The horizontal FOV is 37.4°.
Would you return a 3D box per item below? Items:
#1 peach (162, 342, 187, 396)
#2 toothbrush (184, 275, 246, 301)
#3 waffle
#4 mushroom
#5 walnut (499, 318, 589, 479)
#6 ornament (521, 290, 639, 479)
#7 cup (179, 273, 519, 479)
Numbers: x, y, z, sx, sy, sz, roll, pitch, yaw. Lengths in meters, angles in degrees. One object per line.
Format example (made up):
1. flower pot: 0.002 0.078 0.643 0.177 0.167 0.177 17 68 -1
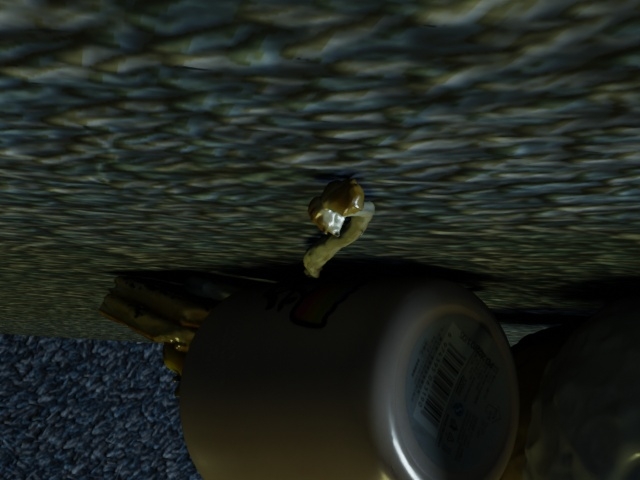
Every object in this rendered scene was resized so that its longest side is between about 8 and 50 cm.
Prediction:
1. peach: -0.100 0.128 1.063 0.151 0.118 0.151 33 -166 -9
2. toothbrush: 0.042 0.071 0.920 0.418 0.040 0.042 17 -179 -43
3. waffle: -0.107 0.068 0.828 0.103 0.042 0.148 19 -179 37
4. mushroom: 0.006 0.002 0.520 0.028 0.025 0.286 19 173 1
5. walnut: 0.271 0.223 1.026 0.313 0.251 0.277 -24 178 -29
6. ornament: 0.322 0.195 0.720 0.337 0.336 0.337 3 171 0
7. cup: 0.048 0.107 0.741 0.200 0.191 0.253 -11 -167 46
